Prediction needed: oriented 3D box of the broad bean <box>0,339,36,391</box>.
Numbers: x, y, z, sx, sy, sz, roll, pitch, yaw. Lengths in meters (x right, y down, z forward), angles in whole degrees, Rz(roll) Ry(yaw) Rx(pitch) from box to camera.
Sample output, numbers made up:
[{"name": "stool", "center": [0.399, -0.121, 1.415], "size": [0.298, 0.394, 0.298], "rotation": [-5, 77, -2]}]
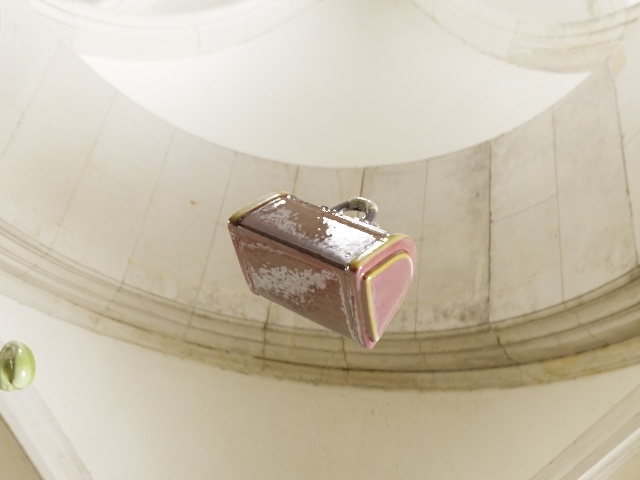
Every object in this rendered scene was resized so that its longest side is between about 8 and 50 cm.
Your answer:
[{"name": "broad bean", "center": [-0.379, 0.156, 0.788], "size": [0.045, 0.083, 0.063], "rotation": [-20, -80, -10]}]

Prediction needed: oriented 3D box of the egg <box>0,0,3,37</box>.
[{"name": "egg", "center": [-0.278, -0.154, 0.435], "size": [0.103, 0.135, 0.103], "rotation": [23, -127, -33]}]

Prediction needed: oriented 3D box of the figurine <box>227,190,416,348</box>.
[{"name": "figurine", "center": [-0.001, 0.000, 0.481], "size": [0.154, 0.082, 0.098], "rotation": [23, -125, 34]}]
